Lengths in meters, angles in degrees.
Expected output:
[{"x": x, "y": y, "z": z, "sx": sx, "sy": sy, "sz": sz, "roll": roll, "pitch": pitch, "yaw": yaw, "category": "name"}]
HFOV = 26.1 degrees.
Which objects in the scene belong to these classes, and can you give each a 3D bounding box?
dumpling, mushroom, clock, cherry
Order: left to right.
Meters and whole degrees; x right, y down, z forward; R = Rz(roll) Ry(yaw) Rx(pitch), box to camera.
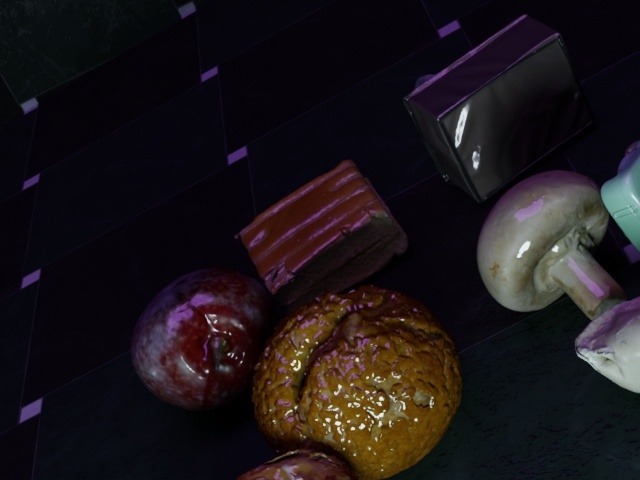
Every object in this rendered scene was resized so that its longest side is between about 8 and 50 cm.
[{"x": -0.179, "y": 0.147, "z": 2.107, "sx": 0.230, "sy": 0.203, "sz": 0.300, "roll": -47, "pitch": 22, "yaw": -11, "category": "cherry"}, {"x": 0.321, "y": 0.021, "z": 1.838, "sx": 0.207, "sy": 0.207, "sz": 0.215, "roll": -38, "pitch": 59, "yaw": -9, "category": "mushroom"}, {"x": 0.410, "y": 0.122, "z": 1.652, "sx": 0.199, "sy": 0.118, "sz": 0.136, "roll": 14, "pitch": 37, "yaw": 19, "category": "dumpling"}, {"x": 0.462, "y": -0.066, "z": 1.861, "sx": 0.060, "sy": 0.148, "sz": 0.188, "roll": -25, "pitch": 18, "yaw": 46, "category": "clock"}]

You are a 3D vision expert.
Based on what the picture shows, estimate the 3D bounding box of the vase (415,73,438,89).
[{"x": 0.278, "y": -0.289, "z": 2.453, "sx": 0.219, "sy": 0.096, "sz": 0.096, "roll": -17, "pitch": 32, "yaw": 32, "category": "vase"}]

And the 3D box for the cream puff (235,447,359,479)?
[{"x": -0.039, "y": 0.369, "z": 1.661, "sx": 0.240, "sy": 0.164, "sz": 0.240, "roll": -16, "pitch": 21, "yaw": 6, "category": "cream puff"}]

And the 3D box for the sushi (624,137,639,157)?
[{"x": 0.489, "y": -0.145, "z": 2.054, "sx": 0.083, "sy": 0.044, "sz": 0.046, "roll": -33, "pitch": 29, "yaw": -4, "category": "sushi"}]

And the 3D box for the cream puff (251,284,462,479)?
[{"x": 0.041, "y": 0.176, "z": 1.829, "sx": 0.303, "sy": 0.212, "sz": 0.303, "roll": -20, "pitch": 31, "yaw": 13, "category": "cream puff"}]

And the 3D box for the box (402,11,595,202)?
[{"x": 0.291, "y": -0.212, "z": 2.215, "sx": 0.252, "sy": 0.188, "sz": 0.153, "roll": -32, "pitch": 28, "yaw": -4, "category": "box"}]

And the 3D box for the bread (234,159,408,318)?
[{"x": 0.000, "y": 0.000, "z": 2.252, "sx": 0.246, "sy": 0.111, "sz": 0.239, "roll": -32, "pitch": 27, "yaw": 2, "category": "bread"}]
